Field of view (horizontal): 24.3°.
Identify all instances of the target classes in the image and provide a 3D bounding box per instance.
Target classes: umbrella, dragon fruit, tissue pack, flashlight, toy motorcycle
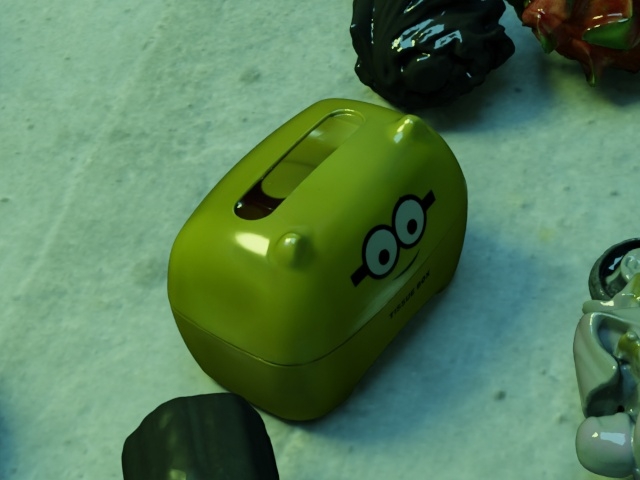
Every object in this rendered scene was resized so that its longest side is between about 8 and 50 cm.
[{"bbox_3d":[0.061,-0.221,1.071,0.118,0.118,0.340,-8,44,0],"label":"umbrella"},{"bbox_3d":[0.233,-0.174,0.991,0.236,0.135,0.137,6,36,-13],"label":"dragon fruit"},{"bbox_3d":[0.000,0.000,0.843,0.123,0.127,0.178,23,51,31],"label":"tissue pack"},{"bbox_3d":[-0.026,0.224,0.615,0.103,0.103,0.424,-11,36,-3],"label":"flashlight"},{"bbox_3d":[0.205,0.082,0.768,0.152,0.073,0.225,-36,50,-24],"label":"toy motorcycle"}]
